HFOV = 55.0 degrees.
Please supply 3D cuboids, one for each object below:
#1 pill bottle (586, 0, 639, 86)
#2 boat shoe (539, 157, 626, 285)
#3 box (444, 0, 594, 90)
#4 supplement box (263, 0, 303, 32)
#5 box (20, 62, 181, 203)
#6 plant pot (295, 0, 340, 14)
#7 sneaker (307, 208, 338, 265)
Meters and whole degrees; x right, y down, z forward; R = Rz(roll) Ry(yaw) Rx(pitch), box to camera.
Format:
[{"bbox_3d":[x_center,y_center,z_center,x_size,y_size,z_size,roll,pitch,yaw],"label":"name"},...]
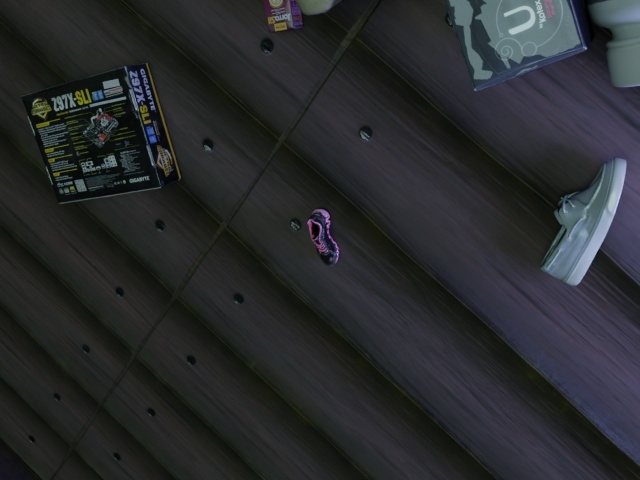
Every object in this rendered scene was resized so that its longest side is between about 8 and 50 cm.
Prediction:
[{"bbox_3d":[0.435,-0.392,0.771,0.204,0.204,0.361,-6,107,27],"label":"pill bottle"},{"bbox_3d":[0.418,-0.032,0.995,0.081,0.079,0.227,19,120,13],"label":"boat shoe"},{"bbox_3d":[0.276,-0.319,0.836,0.143,0.270,0.165,-16,103,30],"label":"box"},{"bbox_3d":[-0.068,-0.418,1.096,0.055,0.043,0.083,-2,110,25],"label":"supplement box"},{"bbox_3d":[-0.484,-0.226,1.353,0.322,0.079,0.257,-6,105,27],"label":"box"},{"bbox_3d":[0.007,-0.512,0.879,0.334,0.334,0.305,-14,117,29],"label":"plant pot"},{"bbox_3d":[0.000,0.000,1.222,0.047,0.057,0.119,-9,107,26],"label":"sneaker"}]
